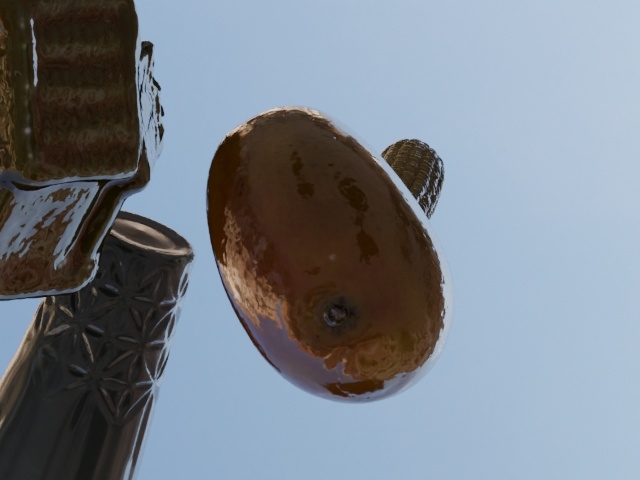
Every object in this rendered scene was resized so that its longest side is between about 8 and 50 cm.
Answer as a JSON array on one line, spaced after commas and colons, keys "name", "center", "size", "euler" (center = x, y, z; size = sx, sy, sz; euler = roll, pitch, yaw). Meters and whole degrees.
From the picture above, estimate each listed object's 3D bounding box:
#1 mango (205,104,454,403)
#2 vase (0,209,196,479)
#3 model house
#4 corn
[{"name": "mango", "center": [-0.002, -0.002, 1.028], "size": [0.120, 0.151, 0.221], "euler": [-32, -132, 5]}, {"name": "vase", "center": [-0.204, 0.122, 1.511], "size": [0.156, 0.301, 0.251], "euler": [19, -164, -11]}, {"name": "model house", "center": [-0.206, -0.089, 1.203], "size": [0.173, 0.239, 0.268], "euler": [42, -156, 19]}, {"name": "corn", "center": [0.062, -0.029, 1.471], "size": [0.068, 0.068, 0.207], "euler": [22, -154, 5]}]
